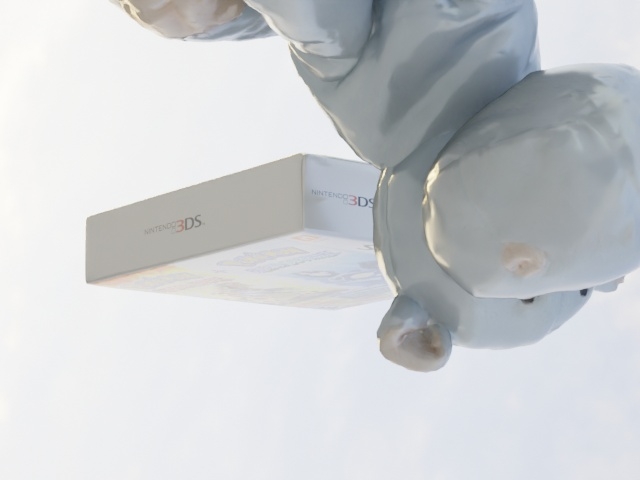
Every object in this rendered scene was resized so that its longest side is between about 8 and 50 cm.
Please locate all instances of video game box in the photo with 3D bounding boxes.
[{"bbox_3d":[0.000,0.000,1.080,0.205,0.187,0.048,-14,-109,50],"label":"video game box"}]

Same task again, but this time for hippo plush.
[{"bbox_3d":[0.035,-0.061,0.870,0.294,0.234,0.236,-34,-109,61],"label":"hippo plush"}]
